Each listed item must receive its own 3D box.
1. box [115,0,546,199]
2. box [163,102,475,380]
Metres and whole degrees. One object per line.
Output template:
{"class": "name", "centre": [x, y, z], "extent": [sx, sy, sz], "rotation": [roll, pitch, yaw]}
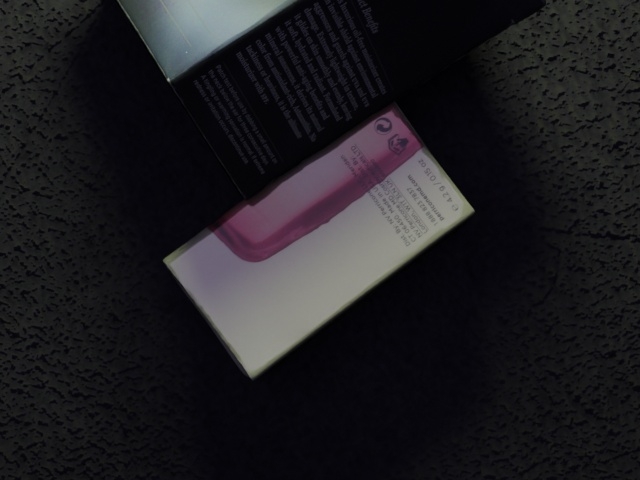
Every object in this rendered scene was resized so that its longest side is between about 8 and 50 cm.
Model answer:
{"class": "box", "centre": [-0.029, -0.249, 1.396], "extent": [0.294, 0.183, 0.296], "rotation": [-33, 54, -2]}
{"class": "box", "centre": [0.000, 0.000, 1.458], "extent": [0.232, 0.148, 0.127], "rotation": [-37, 87, -1]}
